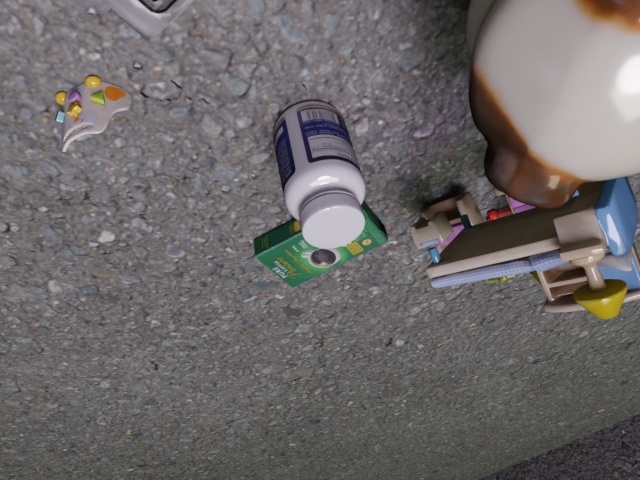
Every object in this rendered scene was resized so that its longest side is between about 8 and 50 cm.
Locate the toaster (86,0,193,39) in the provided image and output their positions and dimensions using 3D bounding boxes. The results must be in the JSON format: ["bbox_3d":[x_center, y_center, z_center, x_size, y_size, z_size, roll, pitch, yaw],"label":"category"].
[{"bbox_3d":[-0.137,-0.268,0.366,0.185,0.110,0.168,-31,139,21],"label":"toaster"}]

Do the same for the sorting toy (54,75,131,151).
[{"bbox_3d":[-0.249,-0.128,0.533,0.083,0.075,0.045,-23,141,12],"label":"sorting toy"}]

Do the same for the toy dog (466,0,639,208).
[{"bbox_3d":[0.305,-0.152,0.425,0.407,0.396,0.285,-8,151,-20],"label":"toy dog"}]

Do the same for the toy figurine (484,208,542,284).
[{"bbox_3d":[0.392,0.044,0.812,0.191,0.217,0.363,-14,141,1],"label":"toy figurine"}]

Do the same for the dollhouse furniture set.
[{"bbox_3d":[0.241,0.049,0.613,0.286,0.198,0.303,-19,-171,38],"label":"dollhouse furniture set"}]

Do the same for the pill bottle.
[{"bbox_3d":[0.000,-0.077,0.590,0.094,0.169,0.094,-8,141,-6],"label":"pill bottle"}]

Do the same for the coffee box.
[{"bbox_3d":[0.000,0.000,0.788,0.184,0.040,0.113,-28,139,17],"label":"coffee box"}]
